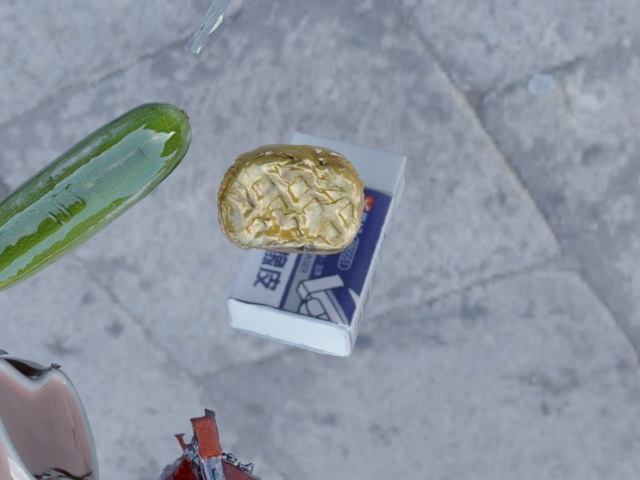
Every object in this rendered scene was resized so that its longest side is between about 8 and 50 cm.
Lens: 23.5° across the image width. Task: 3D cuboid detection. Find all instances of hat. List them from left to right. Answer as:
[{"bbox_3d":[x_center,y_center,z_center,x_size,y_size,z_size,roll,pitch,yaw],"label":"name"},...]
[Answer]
[{"bbox_3d":[-0.124,0.256,1.230,0.140,0.129,0.227,51,130,9],"label":"hat"}]

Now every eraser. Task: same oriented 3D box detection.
[{"bbox_3d":[0.000,0.000,1.493,0.124,0.210,0.068,12,147,11],"label":"eraser"}]

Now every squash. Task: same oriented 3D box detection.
[{"bbox_3d":[-0.201,-0.025,1.177,0.252,0.066,0.066,-34,122,9],"label":"squash"}]

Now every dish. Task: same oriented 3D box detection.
[{"bbox_3d":[-0.216,0.137,1.023,0.090,0.213,0.213,-26,125,13],"label":"dish"}]

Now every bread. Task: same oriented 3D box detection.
[{"bbox_3d":[-0.021,-0.029,1.112,0.110,0.044,0.083,3,111,-17],"label":"bread"}]

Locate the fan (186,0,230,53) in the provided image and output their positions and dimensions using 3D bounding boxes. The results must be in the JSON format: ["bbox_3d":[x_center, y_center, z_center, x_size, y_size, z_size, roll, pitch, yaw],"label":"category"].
[{"bbox_3d":[-0.126,-0.281,1.877,0.009,0.240,0.131,33,112,-12],"label":"fan"}]
